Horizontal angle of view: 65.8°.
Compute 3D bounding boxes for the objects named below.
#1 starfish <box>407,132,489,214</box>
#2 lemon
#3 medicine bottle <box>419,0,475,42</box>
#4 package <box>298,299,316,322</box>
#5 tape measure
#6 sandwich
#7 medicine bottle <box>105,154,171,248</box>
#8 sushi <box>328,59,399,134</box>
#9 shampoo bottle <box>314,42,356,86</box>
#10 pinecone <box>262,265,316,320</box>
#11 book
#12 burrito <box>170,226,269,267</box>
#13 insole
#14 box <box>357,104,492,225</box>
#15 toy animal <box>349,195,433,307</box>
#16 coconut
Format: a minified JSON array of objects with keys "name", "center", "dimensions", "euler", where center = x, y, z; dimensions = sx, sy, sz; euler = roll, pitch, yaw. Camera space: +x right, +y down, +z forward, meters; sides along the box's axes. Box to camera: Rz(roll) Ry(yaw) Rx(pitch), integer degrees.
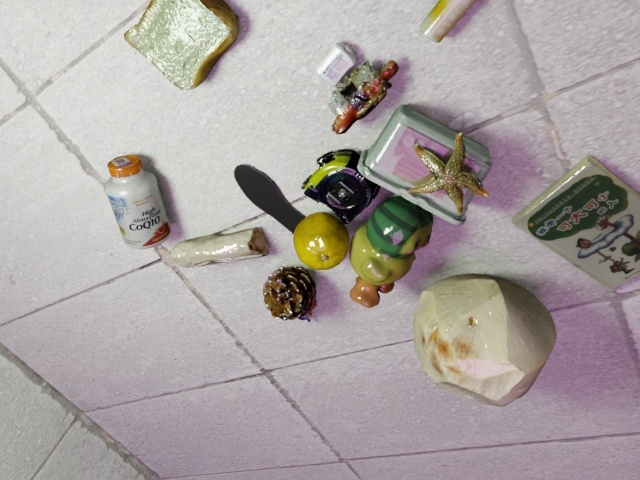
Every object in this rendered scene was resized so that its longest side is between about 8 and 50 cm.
[{"name":"starfish","center":[0.291,-0.147,1.180],"dimensions":[0.176,0.053,0.208],"euler":[-28,100,26]},{"name":"lemon","center":[0.000,0.000,1.471],"dimensions":[0.170,0.207,0.169],"euler":[-5,116,-11]},{"name":"medicine bottle","center":[0.307,-0.530,1.057],"dimensions":[0.074,0.073,0.218],"euler":[35,130,-10]},{"name":"package","center":[-0.054,0.247,1.788],"dimensions":[0.077,0.033,0.110],"euler":[21,119,31]},{"name":"tape measure","center":[0.063,-0.159,1.392],"dimensions":[0.199,0.112,0.186],"euler":[35,126,-12]},{"name":"sandwich","center":[-0.349,-0.528,1.250],"dimensions":[0.226,0.087,0.251],"euler":[41,127,-16]},{"name":"medicine bottle","center":[-0.589,-0.125,1.587],"dimensions":[0.157,0.157,0.288],"euler":[5,128,13]},{"name":"sushi","center":[0.097,-0.366,1.231],"dimensions":[0.226,0.097,0.103],"euler":[-40,115,20]},{"name":"shampoo bottle","center":[0.042,-0.439,1.224],"dimensions":[0.072,0.043,0.099],"euler":[38,127,-14]},{"name":"pinecone","center":[-0.105,0.181,1.642],"dimensions":[0.179,0.204,0.184],"euler":[4,111,10]},{"name":"book","center":[0.748,-0.030,1.320],"dimensions":[0.371,0.043,0.260],"euler":[32,130,-8]},{"name":"burrito","center":[-0.331,0.027,1.644],"dimensions":[0.300,0.143,0.105],"euler":[-8,91,17]},{"name":"insole","center":[-0.134,-0.110,1.554],"dimensions":[0.348,0.009,0.119],"euler":[41,128,-15]},{"name":"box","center":[0.273,-0.203,1.264],"dimensions":[0.312,0.175,0.182],"euler":[26,120,-3]},{"name":"toy animal","center":[0.187,0.014,1.433],"dimensions":[0.191,0.216,0.338],"euler":[40,130,20]},{"name":"coconut","center":[0.463,0.274,1.446],"dimensions":[0.416,0.344,0.415],"euler":[10,132,11]}]
